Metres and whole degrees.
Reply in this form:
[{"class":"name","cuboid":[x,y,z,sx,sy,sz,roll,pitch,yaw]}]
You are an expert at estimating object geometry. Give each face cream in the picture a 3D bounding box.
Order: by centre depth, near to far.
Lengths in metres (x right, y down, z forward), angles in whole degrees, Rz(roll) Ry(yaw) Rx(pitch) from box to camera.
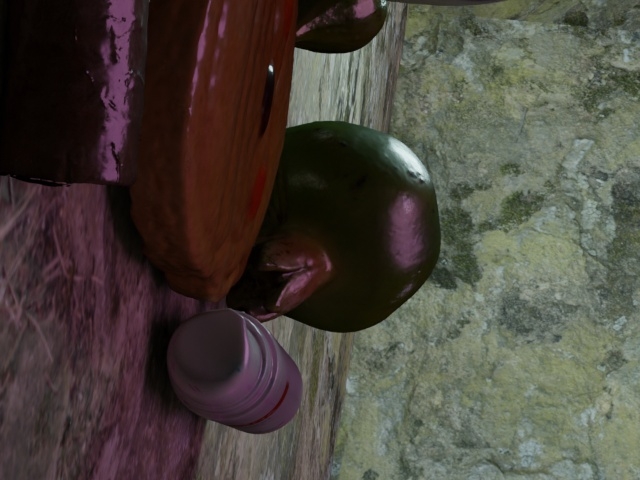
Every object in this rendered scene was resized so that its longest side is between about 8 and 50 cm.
[{"class":"face cream","cuboid":[-0.078,0.125,1.267,0.345,0.102,0.102,62,34,-78]}]

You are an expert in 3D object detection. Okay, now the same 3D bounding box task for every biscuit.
[{"class":"biscuit","cuboid":[-0.075,-0.122,1.112,0.455,0.078,0.349,-4,107,-85]}]

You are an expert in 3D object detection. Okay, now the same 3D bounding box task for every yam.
[{"class":"yam","cuboid":[-0.128,-0.090,0.709,0.084,0.084,0.127,-45,144,-80]}]

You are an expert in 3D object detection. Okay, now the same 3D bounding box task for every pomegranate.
[{"class":"pomegranate","cuboid":[0.000,0.000,1.406,0.302,0.236,0.236,-46,143,-60]}]

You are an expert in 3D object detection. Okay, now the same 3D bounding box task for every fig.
[{"class":"fig","cuboid":[0.017,-0.269,1.631,0.184,0.127,0.133,-82,-172,-47]}]

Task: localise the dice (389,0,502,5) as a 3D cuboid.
[{"class":"dice","cuboid":[0.109,-0.438,1.455,0.277,0.304,0.304,56,41,-79]}]
